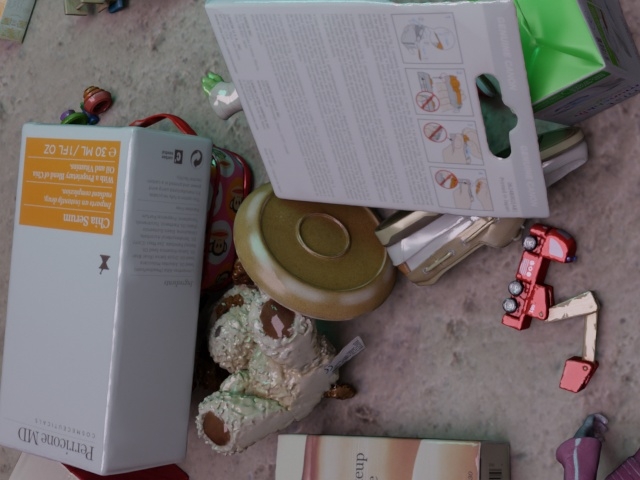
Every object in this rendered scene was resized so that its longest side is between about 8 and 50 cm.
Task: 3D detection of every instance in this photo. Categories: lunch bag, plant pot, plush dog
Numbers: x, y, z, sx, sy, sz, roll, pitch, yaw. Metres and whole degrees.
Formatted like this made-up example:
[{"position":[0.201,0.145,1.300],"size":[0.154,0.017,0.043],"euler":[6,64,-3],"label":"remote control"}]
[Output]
[{"position":[-0.254,-0.064,1.715],"size":[0.293,0.120,0.258],"euler":[12,96,27],"label":"lunch bag"},{"position":[0.000,0.000,1.529],"size":[0.236,0.236,0.032],"euler":[50,141,17],"label":"plant pot"},{"position":[-0.080,0.149,1.619],"size":[0.225,0.210,0.262],"euler":[44,115,40],"label":"plush dog"}]

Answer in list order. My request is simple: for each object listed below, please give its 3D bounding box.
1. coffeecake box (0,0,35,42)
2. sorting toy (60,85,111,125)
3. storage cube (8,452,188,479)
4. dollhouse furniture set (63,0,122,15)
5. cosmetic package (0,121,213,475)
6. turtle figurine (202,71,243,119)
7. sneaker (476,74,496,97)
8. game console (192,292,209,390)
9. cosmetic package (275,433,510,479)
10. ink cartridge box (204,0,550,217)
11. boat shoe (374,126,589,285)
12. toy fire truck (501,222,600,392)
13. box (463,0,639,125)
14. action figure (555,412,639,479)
[{"position":[-0.537,-0.442,1.880],"size":[0.142,0.068,0.185],"euler":[27,103,25],"label":"coffeecake box"},{"position":[-0.379,-0.210,1.810],"size":[0.102,0.061,0.042],"euler":[-36,74,0],"label":"sorting toy"},{"position":[-0.356,0.400,1.740],"size":[0.183,0.193,0.215],"euler":[35,107,22],"label":"storage cube"},{"position":[-0.308,-0.431,1.753],"size":[0.183,0.129,0.129],"euler":[-9,86,57],"label":"dollhouse furniture set"},{"position":[-0.300,0.071,1.571],"size":[0.230,0.161,0.453],"euler":[5,91,36],"label":"cosmetic package"},{"position":[-0.042,-0.288,1.563],"size":[0.266,0.274,0.198],"euler":[-19,48,30],"label":"turtle figurine"},{"position":[0.179,-0.214,1.532],"size":[0.067,0.042,0.118],"euler":[-50,63,15],"label":"sneaker"},{"position":[-0.192,0.165,1.674],"size":[0.085,0.124,0.144],"euler":[41,148,1],"label":"game console"},{"position":[0.095,0.338,1.529],"size":[0.296,0.129,0.153],"euler":[-5,78,27],"label":"cosmetic package"},{"position":[0.081,-0.177,1.369],"size":[0.385,0.091,0.308],"euler":[5,134,27],"label":"ink cartridge box"},{"position":[0.223,-0.044,1.487],"size":[0.302,0.113,0.103],"euler":[-28,99,23],"label":"boat shoe"},{"position":[0.309,0.086,1.470],"size":[0.135,0.047,0.192],"euler":[20,100,25],"label":"toy fire truck"},{"position":[0.273,-0.287,1.375],"size":[0.126,0.231,0.262],"euler":[-26,80,26],"label":"box"},{"position":[0.398,0.308,1.320],"size":[0.370,0.276,0.248],"euler":[-42,79,7],"label":"action figure"}]
